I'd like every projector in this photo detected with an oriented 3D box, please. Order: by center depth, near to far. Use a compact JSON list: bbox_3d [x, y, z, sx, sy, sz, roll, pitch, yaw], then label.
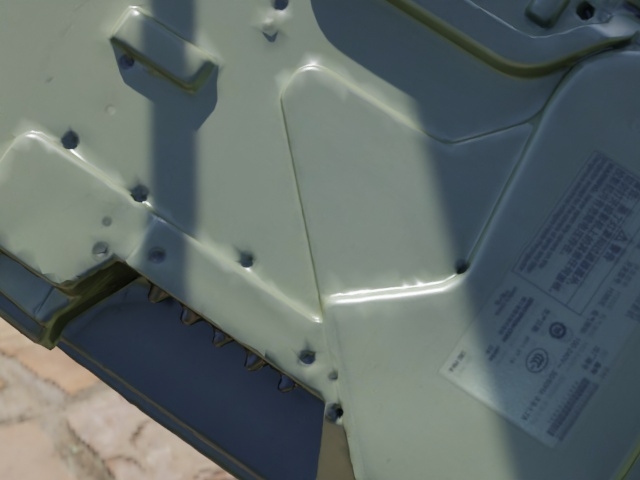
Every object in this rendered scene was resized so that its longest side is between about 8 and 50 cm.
[{"bbox_3d":[0.016,-0.024,0.403,0.269,0.088,0.193,33,84,10],"label":"projector"}]
